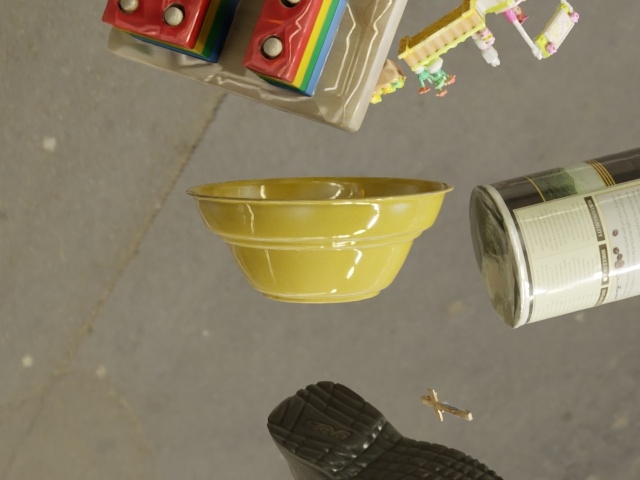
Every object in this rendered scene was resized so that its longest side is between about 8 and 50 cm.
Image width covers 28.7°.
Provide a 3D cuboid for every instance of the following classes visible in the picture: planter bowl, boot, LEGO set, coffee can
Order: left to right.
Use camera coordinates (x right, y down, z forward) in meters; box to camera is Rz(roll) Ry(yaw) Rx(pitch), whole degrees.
[{"bbox_3d":[0.000,0.000,1.017,0.217,0.217,0.090,-4,97,-21],"label":"planter bowl"},{"bbox_3d":[0.093,0.279,1.104,0.118,0.338,0.223,-30,127,-17],"label":"boot"},{"bbox_3d":[0.179,-0.223,1.358,0.287,0.132,0.107,-44,111,-10],"label":"LEGO set"},{"bbox_3d":[0.365,-0.010,1.701,0.275,0.201,0.201,-14,128,-8],"label":"coffee can"}]

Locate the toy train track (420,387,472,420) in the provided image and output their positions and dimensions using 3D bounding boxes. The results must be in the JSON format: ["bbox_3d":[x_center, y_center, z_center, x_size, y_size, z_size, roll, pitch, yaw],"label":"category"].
[{"bbox_3d":[0.158,0.205,1.548,0.014,0.083,0.048,-33,119,-30],"label":"toy train track"}]

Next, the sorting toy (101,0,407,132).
[{"bbox_3d":[-0.051,-0.257,1.083,0.089,0.257,0.255,21,89,-68],"label":"sorting toy"}]
